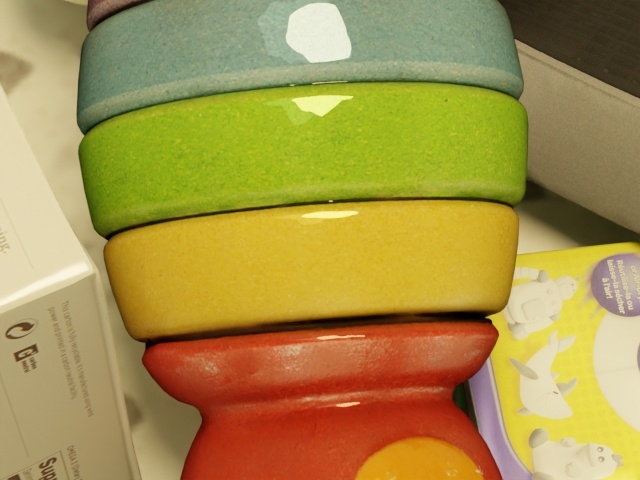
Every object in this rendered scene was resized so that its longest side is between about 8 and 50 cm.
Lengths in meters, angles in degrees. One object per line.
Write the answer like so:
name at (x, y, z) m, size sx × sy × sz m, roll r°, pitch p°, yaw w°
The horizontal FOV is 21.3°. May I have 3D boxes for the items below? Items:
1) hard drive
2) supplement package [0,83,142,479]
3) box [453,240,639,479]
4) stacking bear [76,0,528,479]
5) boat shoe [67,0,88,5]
hard drive at (0.175, -0.063, 0.659) m, size 0.255 × 0.054 × 0.172 m, roll 27°, pitch 53°, yaw 22°
supplement package at (-0.180, -0.022, 0.569) m, size 0.145 × 0.204 × 0.261 m, roll -23°, pitch 65°, yaw -13°
box at (0.141, 0.051, 0.635) m, size 0.179 × 0.043 × 0.105 m, roll -6°, pitch 62°, yaw -7°
stacking bear at (0.000, 0.000, 0.569) m, size 0.175 × 0.164 × 0.289 m, roll 0°, pitch 83°, yaw -32°
boat shoe at (0.019, -0.184, 0.707) m, size 0.320 × 0.099 × 0.116 m, roll -21°, pitch 106°, yaw -5°
